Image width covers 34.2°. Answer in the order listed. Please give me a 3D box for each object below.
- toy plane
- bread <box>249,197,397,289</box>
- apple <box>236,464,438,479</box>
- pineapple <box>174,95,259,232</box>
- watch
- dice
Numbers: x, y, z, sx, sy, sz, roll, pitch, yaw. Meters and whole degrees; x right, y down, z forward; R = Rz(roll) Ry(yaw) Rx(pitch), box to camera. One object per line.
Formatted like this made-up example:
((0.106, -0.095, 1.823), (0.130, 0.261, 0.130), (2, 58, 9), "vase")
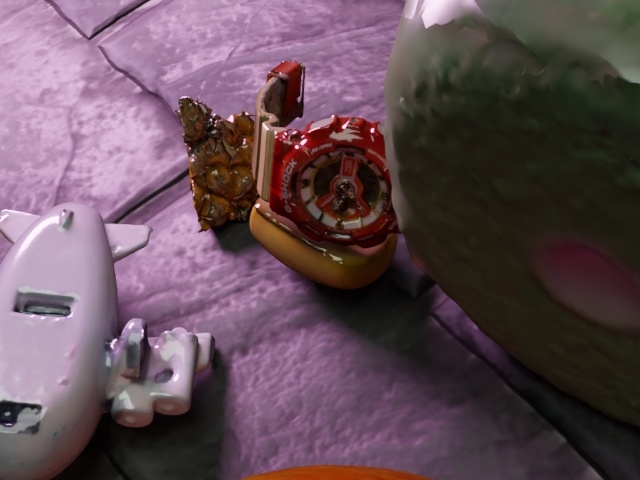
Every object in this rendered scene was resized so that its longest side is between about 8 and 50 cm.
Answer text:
((-0.200, 0.070, 0.774), (0.245, 0.117, 0.244), (5, 53, -7), "toy plane")
((0.000, 0.000, 0.818), (0.115, 0.056, 0.082), (29, 43, 19), "bread")
((0.044, 0.218, 0.557), (0.346, 0.179, 0.254), (12, 15, 21), "apple")
((-0.095, -0.079, 0.888), (0.077, 0.114, 0.114), (11, 47, 45), "pineapple")
((0.029, -0.100, 0.837), (0.165, 0.102, 0.268), (5, 33, -5), "watch")
((0.252, -0.083, 0.654), (0.322, 0.318, 0.330), (25, 61, 29), "dice")
